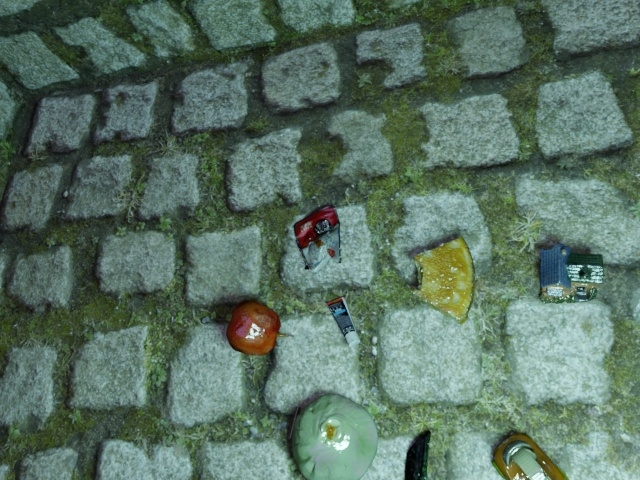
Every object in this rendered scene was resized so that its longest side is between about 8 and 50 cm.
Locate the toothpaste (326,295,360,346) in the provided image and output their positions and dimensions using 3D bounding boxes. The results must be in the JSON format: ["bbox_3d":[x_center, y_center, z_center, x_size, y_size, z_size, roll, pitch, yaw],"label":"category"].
[{"bbox_3d":[0.089,0.290,1.978,0.071,0.045,0.194,-23,54,-4],"label":"toothpaste"}]

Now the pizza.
[{"bbox_3d":[0.428,0.139,1.917,0.223,0.089,0.324,1,64,11],"label":"pizza"}]

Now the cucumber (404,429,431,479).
[{"bbox_3d":[0.300,0.704,1.715,0.070,0.046,0.220,0,66,26],"label":"cucumber"}]

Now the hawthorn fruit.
[{"bbox_3d":[-0.215,0.329,1.981,0.243,0.207,0.208,15,68,-7],"label":"hawthorn fruit"}]

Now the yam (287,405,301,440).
[{"bbox_3d":[-0.091,0.629,1.880,0.021,0.021,0.116,9,70,21],"label":"yam"}]

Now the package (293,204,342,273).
[{"bbox_3d":[0.000,0.000,2.132,0.194,0.071,0.270,-19,49,5],"label":"package"}]

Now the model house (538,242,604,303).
[{"bbox_3d":[0.809,0.104,1.769,0.182,0.172,0.167,2,65,17],"label":"model house"}]

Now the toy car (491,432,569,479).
[{"bbox_3d":[0.598,0.654,1.546,0.145,0.235,0.235,-38,61,-3],"label":"toy car"}]

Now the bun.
[{"bbox_3d":[0.035,0.636,1.746,0.293,0.187,0.293,-6,67,14],"label":"bun"}]
